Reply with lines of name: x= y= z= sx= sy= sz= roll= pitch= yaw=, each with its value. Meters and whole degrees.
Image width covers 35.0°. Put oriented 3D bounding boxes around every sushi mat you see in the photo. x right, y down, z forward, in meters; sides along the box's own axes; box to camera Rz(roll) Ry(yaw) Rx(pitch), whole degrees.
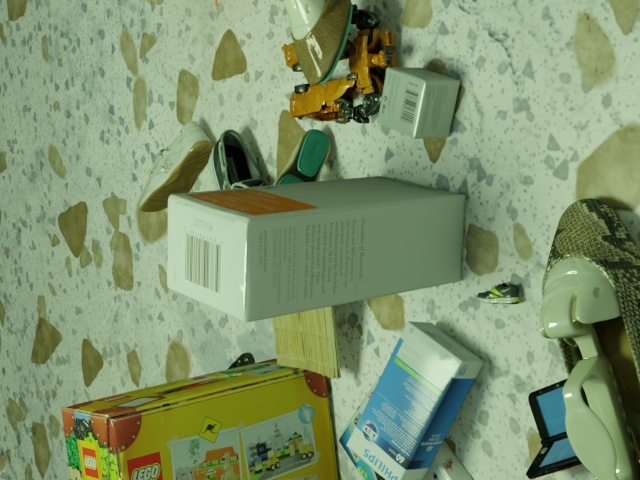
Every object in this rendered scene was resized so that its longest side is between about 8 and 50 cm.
sushi mat: x=-0.038 y=0.114 z=1.921 sx=0.151 sy=0.019 sz=0.316 roll=11 pitch=120 yaw=35

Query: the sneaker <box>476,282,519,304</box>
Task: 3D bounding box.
sneaker: x=0.292 y=0.087 z=1.660 sx=0.083 sy=0.031 sz=0.035 roll=-1 pitch=82 yaw=47

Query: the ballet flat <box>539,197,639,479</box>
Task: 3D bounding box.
ballet flat: x=0.397 y=0.176 z=1.420 sx=0.164 sy=0.182 sz=0.482 roll=-23 pitch=78 yaw=51

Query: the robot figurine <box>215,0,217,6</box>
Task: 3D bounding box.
robot figurine: x=-0.230 y=-0.603 z=2.103 sx=0.158 sy=0.128 sz=0.219 roll=-19 pitch=80 yaw=19

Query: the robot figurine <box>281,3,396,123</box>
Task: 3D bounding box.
robot figurine: x=0.039 y=-0.312 z=1.857 sx=0.291 sy=0.085 sz=0.211 roll=-1 pitch=96 yaw=52

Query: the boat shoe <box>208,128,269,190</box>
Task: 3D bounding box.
boat shoe: x=-0.149 y=-0.090 z=2.105 sx=0.105 sy=0.113 sz=0.306 roll=121 pitch=138 yaw=-56

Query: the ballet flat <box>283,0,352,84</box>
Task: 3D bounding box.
ballet flat: x=0.007 y=-0.443 z=1.744 sx=0.116 sy=0.124 sz=0.342 roll=14 pitch=82 yaw=57

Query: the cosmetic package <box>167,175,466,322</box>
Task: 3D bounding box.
cosmetic package: x=0.000 y=0.000 z=1.663 sx=0.230 sy=0.453 sz=0.161 roll=17 pitch=108 yaw=48

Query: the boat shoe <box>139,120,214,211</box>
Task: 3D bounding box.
boat shoe: x=-0.341 y=-0.170 z=2.347 sx=0.277 sy=0.098 sz=0.096 roll=-44 pitch=62 yaw=35

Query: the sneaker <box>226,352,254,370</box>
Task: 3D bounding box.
sneaker: x=-0.215 y=0.321 z=2.274 sx=0.051 sy=0.089 sz=0.170 roll=54 pitch=134 yaw=30

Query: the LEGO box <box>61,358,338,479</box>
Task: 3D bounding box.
LEGO box: x=-0.213 y=0.458 z=1.969 sx=0.193 sy=0.500 sz=0.372 roll=-4 pitch=93 yaw=51

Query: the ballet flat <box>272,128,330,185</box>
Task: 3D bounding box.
ballet flat: x=-0.048 y=-0.106 z=1.914 sx=0.086 sy=0.248 sz=0.086 roll=17 pitch=142 yaw=14

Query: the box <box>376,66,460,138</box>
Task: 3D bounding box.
box: x=0.165 y=-0.233 z=1.712 sx=0.102 sy=0.087 sz=0.101 roll=31 pitch=120 yaw=45

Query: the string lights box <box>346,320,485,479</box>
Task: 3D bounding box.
string lights box: x=0.161 y=0.284 z=1.758 sx=0.133 sy=0.077 sz=0.259 roll=36 pitch=108 yaw=38

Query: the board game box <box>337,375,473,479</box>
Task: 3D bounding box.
board game box: x=0.162 y=0.421 z=1.854 sx=0.305 sy=0.053 sz=0.193 roll=54 pitch=133 yaw=30

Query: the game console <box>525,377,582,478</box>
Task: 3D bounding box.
game console: x=0.367 y=0.285 z=1.558 sx=0.085 sy=0.124 sz=0.144 roll=50 pitch=138 yaw=-3
